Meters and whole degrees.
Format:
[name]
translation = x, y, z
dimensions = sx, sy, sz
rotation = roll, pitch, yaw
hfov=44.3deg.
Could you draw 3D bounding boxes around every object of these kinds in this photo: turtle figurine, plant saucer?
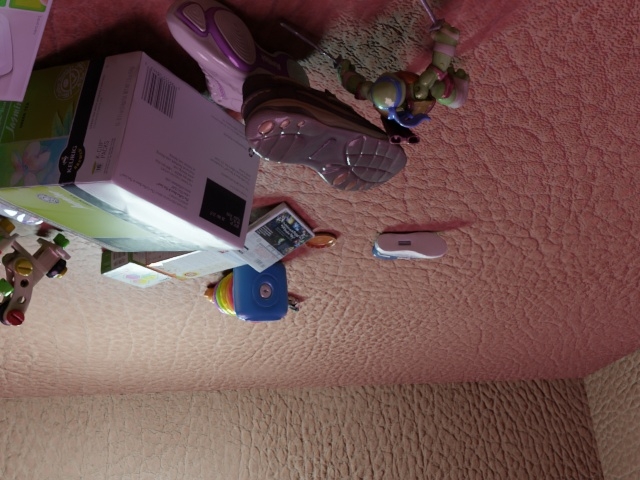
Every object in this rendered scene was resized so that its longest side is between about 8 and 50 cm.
[turtle figurine]
translation = 0.132, -0.292, 1.261
dimensions = 0.198, 0.275, 0.266
rotation = -43, 165, 20
[plant saucer]
translation = 0.000, 0.000, 2.029
dimensions = 0.083, 0.013, 0.083
rotation = -4, 156, -2

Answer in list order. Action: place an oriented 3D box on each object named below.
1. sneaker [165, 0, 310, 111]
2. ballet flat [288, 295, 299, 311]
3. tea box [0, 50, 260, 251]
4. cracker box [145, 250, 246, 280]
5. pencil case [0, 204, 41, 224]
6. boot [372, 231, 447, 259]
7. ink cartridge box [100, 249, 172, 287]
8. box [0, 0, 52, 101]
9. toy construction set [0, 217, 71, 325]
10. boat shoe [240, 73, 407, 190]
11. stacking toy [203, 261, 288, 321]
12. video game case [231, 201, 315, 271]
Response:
[sneaker]
translation = -0.148, -0.267, 1.247
dimensions = 0.152, 0.114, 0.305
rotation = -19, 153, 29
[ballet flat]
translation = -0.089, 0.194, 2.440
dimensions = 0.041, 0.041, 0.114
rotation = -16, 155, 26
[tea box]
translation = -0.329, -0.128, 1.327
dimensions = 0.323, 0.220, 0.329
rotation = -2, 161, 30
[cracker box]
translation = -0.300, 0.030, 1.975
dimensions = 0.232, 0.067, 0.155
rotation = -14, 157, 23
[pencil case]
translation = -0.625, -0.125, 1.499
dimensions = 0.124, 0.113, 0.273
rotation = -52, 148, -1
[boot]
translation = 0.231, 0.018, 2.063
dimensions = 0.189, 0.069, 0.086
rotation = 6, 163, -5
[ink cartridge box]
translation = -0.457, 0.073, 2.054
dimensions = 0.108, 0.062, 0.209
rotation = -19, 153, 29
[box]
translation = -0.487, -0.311, 1.014
dimensions = 0.231, 0.127, 0.262
rotation = -2, 154, -33
[toy construction set]
translation = -0.690, 0.032, 1.775
dimensions = 0.237, 0.257, 0.309
rotation = -43, -171, -21
[boat shoe]
translation = 0.015, -0.182, 1.260
dimensions = 0.132, 0.130, 0.355
rotation = -34, 150, 27
[stacking toy]
translation = -0.240, 0.151, 2.206
dimensions = 0.175, 0.166, 0.301
rotation = 3, 172, -40
[video game case]
translation = -0.119, -0.005, 1.906
dimensions = 0.173, 0.022, 0.190
rotation = -33, 151, 7
